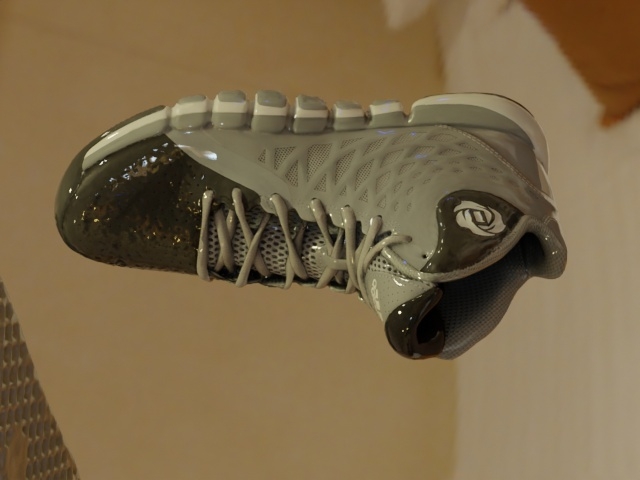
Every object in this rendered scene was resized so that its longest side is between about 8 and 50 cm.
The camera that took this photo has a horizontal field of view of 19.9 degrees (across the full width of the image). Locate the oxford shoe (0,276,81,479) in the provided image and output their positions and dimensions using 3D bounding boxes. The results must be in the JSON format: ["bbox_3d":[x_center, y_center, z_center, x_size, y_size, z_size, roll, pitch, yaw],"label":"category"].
[{"bbox_3d":[-0.224,0.168,1.068,0.169,0.130,0.449,-76,-17,-45],"label":"oxford shoe"}]

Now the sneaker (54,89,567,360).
[{"bbox_3d":[0.000,0.000,0.795,0.132,0.228,0.086,-104,8,-48],"label":"sneaker"}]
